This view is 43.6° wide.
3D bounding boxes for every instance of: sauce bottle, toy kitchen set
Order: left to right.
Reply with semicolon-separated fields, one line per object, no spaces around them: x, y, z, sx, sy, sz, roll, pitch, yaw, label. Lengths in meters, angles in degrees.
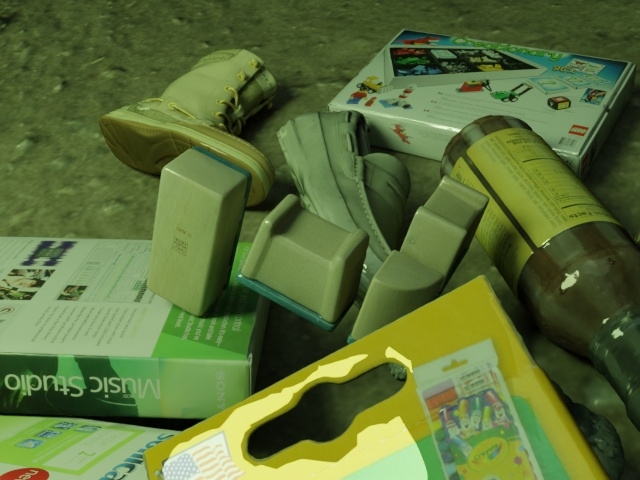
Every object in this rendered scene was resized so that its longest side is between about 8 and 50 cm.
0.000;0.000;0.631;0.207;0.122;0.166;28;40;12;toy kitchen set
0.211;0.019;0.686;0.111;0.111;0.344;-16;42;-5;sauce bottle

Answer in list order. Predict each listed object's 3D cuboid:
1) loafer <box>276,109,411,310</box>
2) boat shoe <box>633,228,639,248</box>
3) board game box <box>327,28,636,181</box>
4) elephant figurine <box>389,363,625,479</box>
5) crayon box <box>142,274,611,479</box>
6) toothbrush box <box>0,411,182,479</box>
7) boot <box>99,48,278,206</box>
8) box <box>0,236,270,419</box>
0.039;-0.044;0.795;0.111;0.112;0.319;-22;40;0;loafer
0.356;-0.012;0.720;0.178;0.064;0.060;-23;40;-17;boat shoe
0.187;-0.165;0.943;0.305;0.053;0.193;17;49;29;board game box
0.065;0.181;0.512;0.239;0.186;0.169;-58;15;-2;elephant figurine
0.058;0.196;0.327;0.203;0.083;0.323;-28;51;7;crayon box
-0.227;0.197;0.504;0.283;0.122;0.206;5;8;16;toothbrush box
-0.111;-0.145;0.961;0.262;0.095;0.203;20;48;37;boot
-0.206;0.064;0.680;0.322;0.058;0.232;1;22;2;box
